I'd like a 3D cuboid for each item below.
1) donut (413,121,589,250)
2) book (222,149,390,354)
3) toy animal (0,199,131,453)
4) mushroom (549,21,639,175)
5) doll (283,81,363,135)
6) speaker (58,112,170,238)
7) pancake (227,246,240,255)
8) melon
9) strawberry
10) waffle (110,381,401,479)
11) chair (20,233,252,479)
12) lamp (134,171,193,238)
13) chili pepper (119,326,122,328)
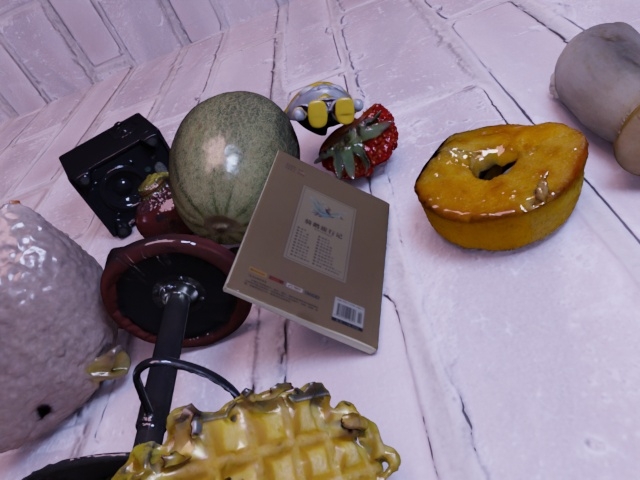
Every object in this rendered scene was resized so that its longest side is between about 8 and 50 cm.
[{"bbox_3d":[0.265,-0.092,0.739,0.254,0.118,0.253,-17,39,15],"label":"donut"},{"bbox_3d":[0.000,0.000,0.740,0.021,0.217,0.310,-56,14,41],"label":"book"},{"bbox_3d":[-0.424,0.120,0.746,0.226,0.358,0.188,-3,8,-42],"label":"toy animal"},{"bbox_3d":[0.474,-0.243,0.791,0.154,0.137,0.407,1,37,13],"label":"mushroom"},{"bbox_3d":[0.001,-0.257,0.976,0.145,0.103,0.316,-30,18,5],"label":"doll"},{"bbox_3d":[-0.474,-0.166,1.203,0.232,0.184,0.254,-35,36,-13],"label":"speaker"},{"bbox_3d":[-0.171,0.052,0.900,0.108,0.017,0.108,-16,41,14],"label":"pancake"},{"bbox_3d":[-0.161,-0.138,0.931,0.249,0.248,0.329,-13,41,17],"label":"melon"},{"bbox_3d":[0.074,-0.189,0.994,0.174,0.098,0.228,-37,15,8],"label":"strawberry"},{"bbox_3d":[-0.036,0.231,0.410,0.060,0.262,0.280,-46,10,41],"label":"waffle"},{"bbox_3d":[-0.199,0.149,0.629,0.227,0.226,0.401,-20,37,7],"label":"chair"},{"bbox_3d":[-0.318,-0.071,1.034,0.156,0.135,0.157,-37,38,-11],"label":"lamp"},{"bbox_3d":[-0.345,0.112,0.877,0.192,0.084,0.086,-27,4,-6],"label":"chili pepper"}]
